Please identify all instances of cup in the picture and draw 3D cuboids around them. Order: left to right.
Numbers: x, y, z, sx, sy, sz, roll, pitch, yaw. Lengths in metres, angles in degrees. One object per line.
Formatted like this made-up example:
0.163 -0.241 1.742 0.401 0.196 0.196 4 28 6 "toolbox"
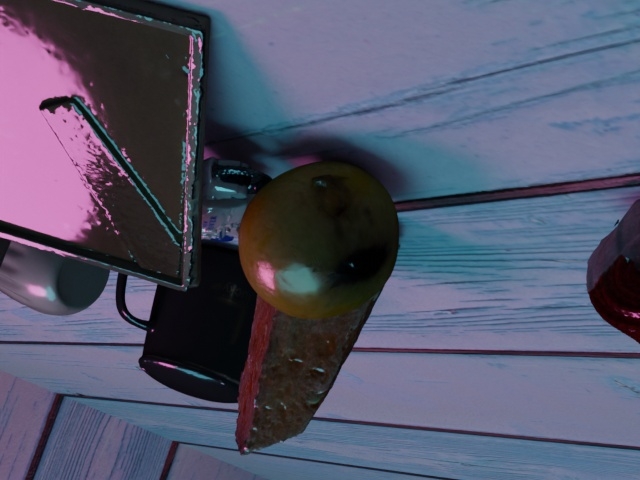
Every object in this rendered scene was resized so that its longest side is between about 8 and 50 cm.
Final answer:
-0.156 0.097 1.496 0.223 0.176 0.169 24 165 -22 "cup"

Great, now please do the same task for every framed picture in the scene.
-0.208 -0.088 1.031 0.232 0.024 0.315 16 137 6 "framed picture"

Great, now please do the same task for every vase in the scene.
-0.389 0.014 1.569 0.248 0.128 0.128 17 165 36 "vase"

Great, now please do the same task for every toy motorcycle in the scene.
-0.131 -0.042 1.182 0.150 0.102 0.221 8 164 -9 "toy motorcycle"

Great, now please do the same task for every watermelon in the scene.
-0.021 0.108 1.268 0.140 0.257 0.193 19 170 -1 "watermelon"

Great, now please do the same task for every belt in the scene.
0.314 0.035 0.930 0.124 0.128 0.201 29 158 -29 "belt"

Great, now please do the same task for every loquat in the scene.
0.000 0.000 1.095 0.137 0.163 0.163 41 168 16 "loquat"

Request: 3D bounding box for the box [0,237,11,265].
-0.508 -0.063 1.334 0.297 0.190 0.225 4 159 38 "box"
